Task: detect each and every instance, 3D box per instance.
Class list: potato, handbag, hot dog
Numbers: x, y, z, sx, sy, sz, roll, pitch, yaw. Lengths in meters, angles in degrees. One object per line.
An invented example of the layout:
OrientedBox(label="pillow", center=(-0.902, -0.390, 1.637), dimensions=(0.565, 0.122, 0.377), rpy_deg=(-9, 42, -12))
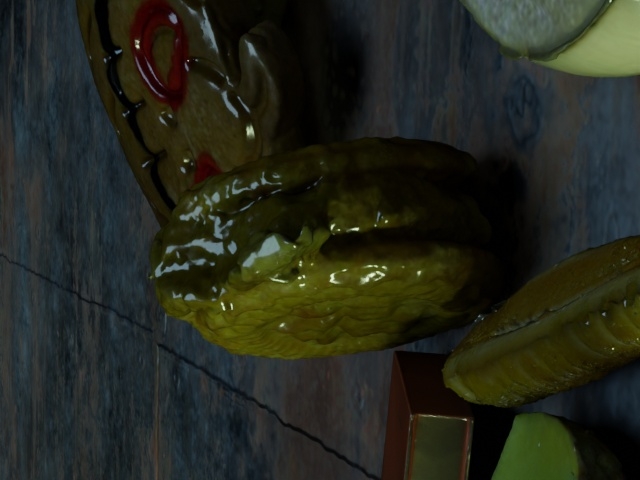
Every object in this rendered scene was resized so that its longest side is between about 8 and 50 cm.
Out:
OrientedBox(label="potato", center=(0.149, 0.177, 1.106), dimensions=(0.198, 0.054, 0.119), rpy_deg=(114, 152, -52))
OrientedBox(label="handbag", center=(0.070, 0.189, 1.234), dimensions=(0.127, 0.062, 0.190), rpy_deg=(-101, 15, -72))
OrientedBox(label="hot dog", center=(0.164, 0.050, 1.037), dimensions=(0.083, 0.068, 0.289), rpy_deg=(-56, 12, -25))

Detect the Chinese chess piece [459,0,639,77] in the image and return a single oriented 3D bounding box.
OrientedBox(label="Chinese chess piece", center=(0.165, -0.227, 0.963), dimensions=(0.270, 0.112, 0.270), rpy_deg=(178, 90, -66))

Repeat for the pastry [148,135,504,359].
OrientedBox(label="pastry", center=(0.000, 0.000, 1.201), dimensions=(0.240, 0.235, 0.132), rpy_deg=(-31, 60, 50))

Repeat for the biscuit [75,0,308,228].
OrientedBox(label="biscuit", center=(-0.104, -0.108, 1.477), dimensions=(0.314, 0.063, 0.367), rpy_deg=(-15, 100, 63))

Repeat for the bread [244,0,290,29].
OrientedBox(label="bread", center=(-0.087, -0.302, 1.506), dimensions=(0.184, 0.110, 0.234), rpy_deg=(56, 140, 47))
